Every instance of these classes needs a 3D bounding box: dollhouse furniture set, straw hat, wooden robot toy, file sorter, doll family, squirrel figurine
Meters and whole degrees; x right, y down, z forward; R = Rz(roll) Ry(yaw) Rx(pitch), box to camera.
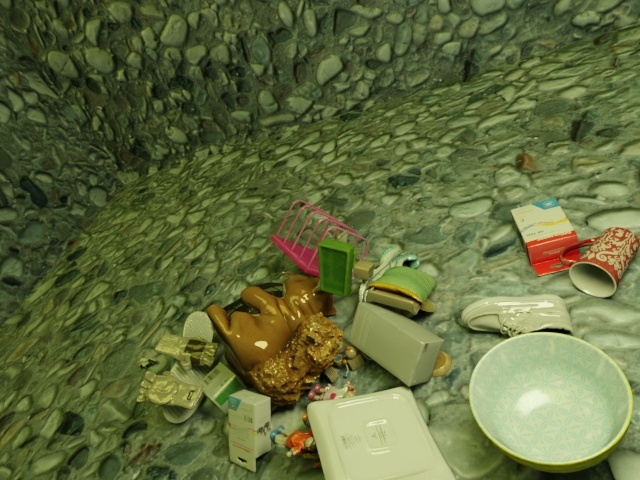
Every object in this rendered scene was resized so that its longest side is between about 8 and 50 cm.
[{"bbox_3d":[0.169,0.070,1.324,0.301,0.151,0.197,13,28,25],"label":"dollhouse furniture set"},{"bbox_3d":[0.264,0.193,1.378,0.061,0.144,0.144,-63,31,17],"label":"straw hat"},{"bbox_3d":[0.081,0.325,1.327,0.173,0.079,0.076,-29,34,-1],"label":"wooden robot toy"},{"bbox_3d":[0.000,0.000,1.639,0.290,0.202,0.182,38,104,54],"label":"file sorter"},{"bbox_3d":[0.014,0.476,1.175,0.163,0.118,0.263,-4,22,40],"label":"doll family"},{"bbox_3d":[-0.081,0.273,1.398,0.370,0.281,0.397,-32,43,-24],"label":"squirrel figurine"}]

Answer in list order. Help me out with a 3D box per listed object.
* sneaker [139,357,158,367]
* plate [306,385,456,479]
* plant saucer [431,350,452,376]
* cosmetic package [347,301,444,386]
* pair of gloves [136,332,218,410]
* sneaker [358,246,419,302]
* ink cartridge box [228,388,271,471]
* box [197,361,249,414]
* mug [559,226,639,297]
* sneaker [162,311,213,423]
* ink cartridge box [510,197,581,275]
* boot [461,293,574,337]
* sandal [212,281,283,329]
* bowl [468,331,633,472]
[{"bbox_3d":[-0.630,0.451,1.711,0.083,0.032,0.037,-12,51,30],"label":"sneaker"},{"bbox_3d":[0.130,0.450,1.055,0.278,0.045,0.277,-6,35,-13],"label":"plate"},{"bbox_3d":[0.304,0.320,1.234,0.083,0.015,0.083,-19,35,14],"label":"plant saucer"},{"bbox_3d":[0.194,0.266,1.244,0.107,0.127,0.238,2,20,-45],"label":"cosmetic package"},{"bbox_3d":[-0.432,0.397,1.433,0.204,0.042,0.240,4,47,11],"label":"pair of gloves"},{"bbox_3d":[0.217,0.128,1.463,0.122,0.110,0.283,8,49,37],"label":"sneaker"},{"bbox_3d":[-0.189,0.505,1.249,0.104,0.181,0.061,3,4,37],"label":"ink cartridge box"},{"bbox_3d":[-0.297,0.449,1.423,0.101,0.087,0.102,-44,38,-22],"label":"box"},{"bbox_3d":[0.724,0.037,1.207,0.150,0.113,0.169,42,66,17],"label":"mug"},{"bbox_3d":[-0.437,0.428,1.551,0.150,0.135,0.366,126,159,-50],"label":"sneaker"},{"bbox_3d":[0.658,-0.014,1.362,0.134,0.078,0.231,-17,36,16],"label":"ink cartridge box"},{"bbox_3d":[0.489,0.209,1.174,0.258,0.095,0.123,-13,30,19],"label":"boot"},{"bbox_3d":[-0.234,0.240,1.640,0.302,0.086,0.120,-27,38,-18],"label":"sandal"},{"bbox_3d":[0.467,0.350,0.956,0.289,0.156,0.289,-19,35,14],"label":"bowl"}]
